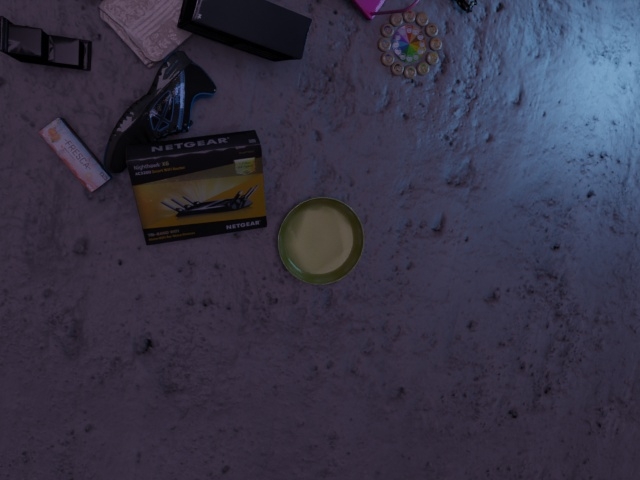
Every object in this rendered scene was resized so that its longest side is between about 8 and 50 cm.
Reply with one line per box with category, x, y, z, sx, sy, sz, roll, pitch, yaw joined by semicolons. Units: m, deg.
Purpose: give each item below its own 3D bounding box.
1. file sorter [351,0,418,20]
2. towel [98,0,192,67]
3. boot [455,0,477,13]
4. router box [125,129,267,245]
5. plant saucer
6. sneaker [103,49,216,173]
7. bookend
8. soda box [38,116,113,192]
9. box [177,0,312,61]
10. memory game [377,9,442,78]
file sorter;0.133;-0.708;1.314;0.290;0.182;0.202;37;83;-36
towel;-0.373;-0.573;1.340;0.282;0.049;0.187;-45;106;-4
boot;0.455;-0.712;1.498;0.263;0.091;0.229;34;91;-6
router box;-0.293;-0.127;1.359;0.309;0.081;0.243;-10;128;-11
plant saucer;0.000;0.000;1.520;0.241;0.037;0.241;-2;99;-14
sneaker;-0.390;-0.287;1.340;0.139;0.125;0.341;37;90;-17
bookend;-0.611;-0.438;1.248;0.156;0.157;0.072;4;98;-13
soda box;-0.587;-0.205;1.340;0.063;0.058;0.183;-38;105;-5
box;-0.180;-0.506;1.295;0.261;0.184;0.103;11;102;-27
memory game;0.244;-0.533;1.509;0.186;0.012;0.186;-2;99;-12
